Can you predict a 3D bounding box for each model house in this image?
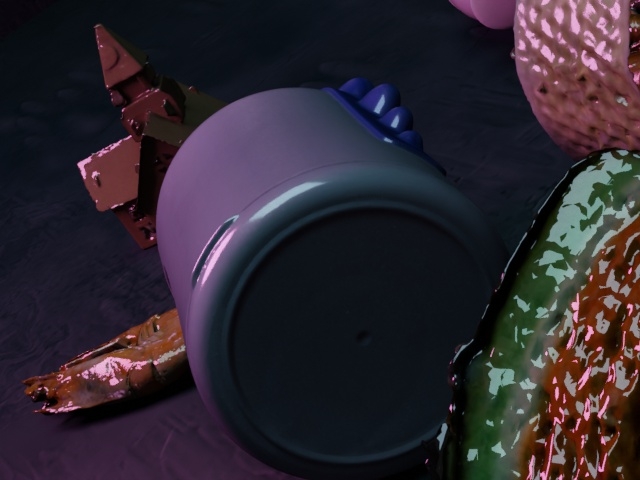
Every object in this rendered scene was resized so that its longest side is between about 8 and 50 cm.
[{"bbox_3d":[-0.197,-0.125,1.635,0.176,0.248,0.181,-26,23,12],"label":"model house"}]

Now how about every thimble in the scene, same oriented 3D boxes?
[{"bbox_3d":[0.294,-0.168,1.122,0.271,0.270,0.150,-40,22,-19],"label":"thimble"}]

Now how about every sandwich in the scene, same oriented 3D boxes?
[{"bbox_3d":[0.234,0.091,0.841,0.301,0.162,0.250,11,76,35],"label":"sandwich"}]

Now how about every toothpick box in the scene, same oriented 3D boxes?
[{"bbox_3d":[0.000,0.000,1.165,0.263,0.263,0.354,-31,22,-1],"label":"toothpick box"}]

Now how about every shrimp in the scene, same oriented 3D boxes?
[{"bbox_3d":[-0.187,0.115,1.400,0.217,0.051,0.115,-22,19,21],"label":"shrimp"}]

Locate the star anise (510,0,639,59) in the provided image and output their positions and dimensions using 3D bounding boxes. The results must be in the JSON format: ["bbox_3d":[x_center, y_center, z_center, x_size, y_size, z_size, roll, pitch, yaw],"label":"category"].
[{"bbox_3d":[0.286,-0.205,1.464,0.208,0.063,0.171,-11,34,31],"label":"star anise"}]

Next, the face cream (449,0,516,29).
[{"bbox_3d":[0.198,-0.327,1.691,0.145,0.145,0.369,-24,24,16],"label":"face cream"}]

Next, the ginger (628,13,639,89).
[{"bbox_3d":[0.280,-0.157,1.324,0.162,0.073,0.103,-8,61,42],"label":"ginger"}]
